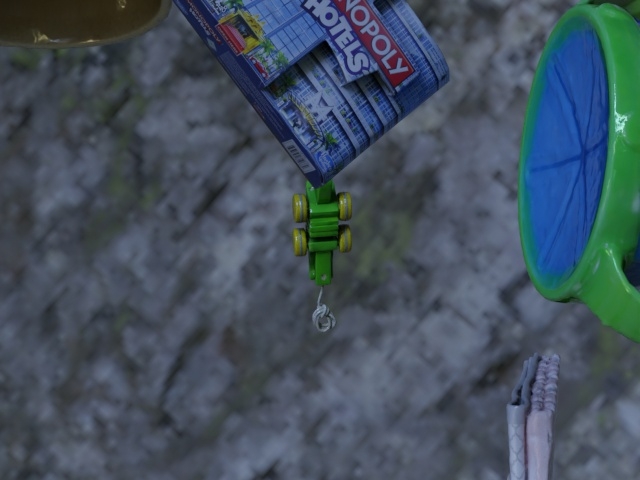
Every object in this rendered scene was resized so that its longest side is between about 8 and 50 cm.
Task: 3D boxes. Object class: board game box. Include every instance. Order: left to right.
[{"bbox_3d":[0.017,-0.176,1.455,0.194,0.194,0.060,-40,9,-18],"label":"board game box"}]

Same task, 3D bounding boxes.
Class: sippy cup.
[{"bbox_3d":[0.293,-0.058,1.433,0.240,0.224,0.306,174,101,-80],"label":"sippy cup"}]

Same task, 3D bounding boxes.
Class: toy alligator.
[{"bbox_3d":[0.000,0.000,1.822,0.051,0.056,0.190,-103,11,-57],"label":"toy alligator"}]

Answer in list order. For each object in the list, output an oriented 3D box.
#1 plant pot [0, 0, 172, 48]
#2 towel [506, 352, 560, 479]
[{"bbox_3d":[-0.312,-0.401,1.911,0.334,0.333,0.306,79,-167,-75],"label":"plant pot"},{"bbox_3d":[0.225,0.302,2.004,0.332,0.053,0.317,-33,-54,-79],"label":"towel"}]
